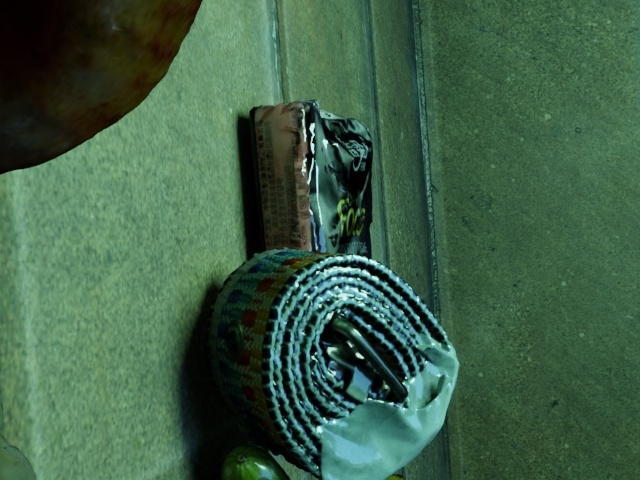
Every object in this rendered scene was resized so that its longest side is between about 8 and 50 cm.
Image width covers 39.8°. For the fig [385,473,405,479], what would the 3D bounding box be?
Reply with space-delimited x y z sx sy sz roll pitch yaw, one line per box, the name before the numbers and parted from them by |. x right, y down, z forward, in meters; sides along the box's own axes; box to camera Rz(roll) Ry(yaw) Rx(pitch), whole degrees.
fig | 0.098 0.428 1.195 0.203 0.202 0.225 61 36 -58

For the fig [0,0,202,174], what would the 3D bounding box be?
fig | -0.155 -0.147 0.358 0.235 0.234 0.215 69 10 -48

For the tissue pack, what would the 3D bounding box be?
tissue pack | 0.000 0.000 1.090 0.245 0.123 0.333 -2 87 -78

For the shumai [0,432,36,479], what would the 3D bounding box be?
shumai | -0.201 0.136 0.296 0.176 0.166 0.206 -70 162 -1

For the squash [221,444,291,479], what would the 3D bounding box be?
squash | -0.044 0.286 0.893 0.252 0.066 0.066 73 20 -45

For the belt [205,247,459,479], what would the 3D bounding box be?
belt | 0.011 0.128 0.887 0.207 0.150 0.257 -49 118 -21
